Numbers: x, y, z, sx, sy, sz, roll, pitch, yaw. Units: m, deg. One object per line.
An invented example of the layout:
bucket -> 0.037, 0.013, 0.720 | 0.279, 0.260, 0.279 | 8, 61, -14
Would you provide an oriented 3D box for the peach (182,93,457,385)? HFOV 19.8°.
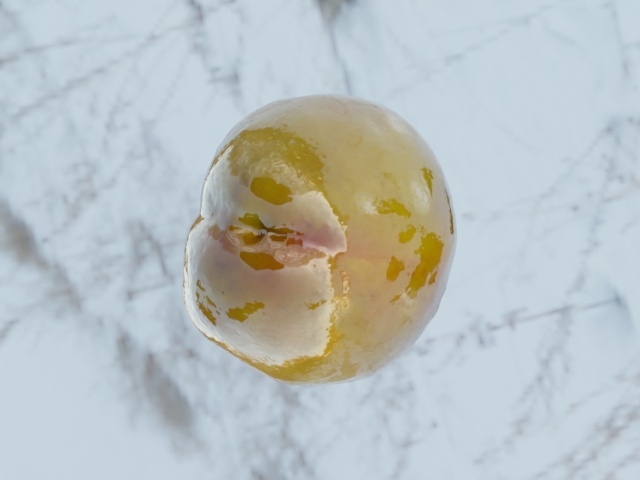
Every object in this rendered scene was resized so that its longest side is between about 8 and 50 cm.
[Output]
peach -> 0.000, 0.000, 0.859 | 0.138, 0.138, 0.138 | 46, 144, 51
